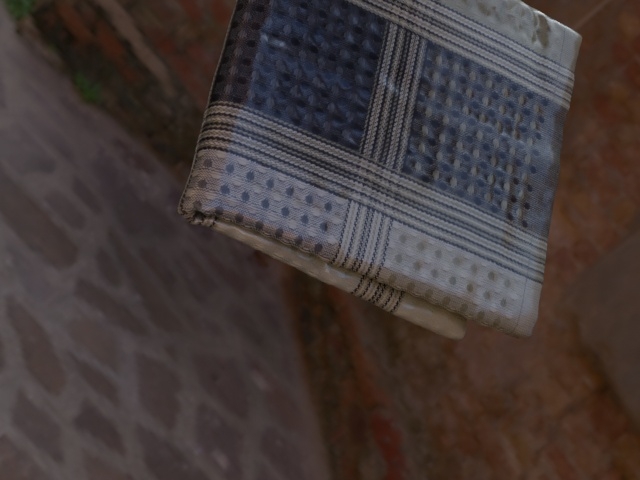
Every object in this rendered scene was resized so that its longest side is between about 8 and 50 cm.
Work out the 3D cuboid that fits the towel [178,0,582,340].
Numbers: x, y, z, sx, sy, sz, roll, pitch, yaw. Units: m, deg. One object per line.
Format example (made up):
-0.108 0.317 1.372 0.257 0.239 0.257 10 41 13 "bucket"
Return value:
0.062 -0.098 1.162 0.324 0.056 0.312 22 65 -20 "towel"
